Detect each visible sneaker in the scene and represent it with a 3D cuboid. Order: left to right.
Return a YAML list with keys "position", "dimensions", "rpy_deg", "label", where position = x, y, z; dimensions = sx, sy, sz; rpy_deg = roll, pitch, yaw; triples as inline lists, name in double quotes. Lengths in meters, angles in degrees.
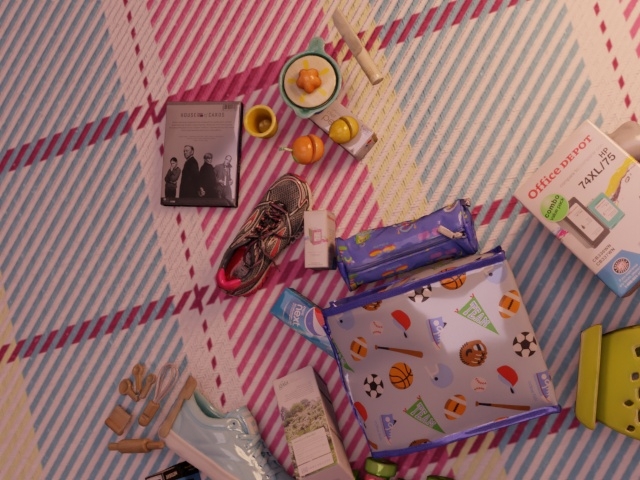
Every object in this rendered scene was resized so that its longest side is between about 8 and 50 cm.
- position: [-0.167, 0.432, 1.818]
  dimensions: [0.366, 0.135, 0.150]
  rpy_deg: [27, 95, 12]
  label: "sneaker"
- position: [-0.117, -0.008, 1.866]
  dimensions: [0.121, 0.112, 0.299]
  rpy_deg: [29, 90, 13]
  label: "sneaker"

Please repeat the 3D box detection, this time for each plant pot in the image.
- position: [0.592, 0.263, 1.643]
  dimensions: [0.207, 0.227, 0.228]
  rpy_deg: [5, 86, 18]
  label: "plant pot"

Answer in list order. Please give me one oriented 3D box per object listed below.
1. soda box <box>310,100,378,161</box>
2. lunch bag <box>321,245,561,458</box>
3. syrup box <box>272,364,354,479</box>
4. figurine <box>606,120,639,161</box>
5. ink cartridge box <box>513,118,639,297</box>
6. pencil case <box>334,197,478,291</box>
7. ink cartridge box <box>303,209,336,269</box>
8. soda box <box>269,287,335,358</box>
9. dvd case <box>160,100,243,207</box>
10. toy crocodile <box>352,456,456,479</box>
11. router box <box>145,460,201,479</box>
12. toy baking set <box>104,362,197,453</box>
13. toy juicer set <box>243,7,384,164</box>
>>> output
- position: [0.022, -0.268, 1.883]
  dimensions: [0.216, 0.074, 0.069]
  rpy_deg: [42, 93, 13]
  label: "soda box"
- position: [0.224, 0.220, 1.699]
  dimensions: [0.385, 0.239, 0.328]
  rpy_deg: [-21, 88, 9]
  label: "lunch bag"
- position: [-0.017, 0.382, 1.764]
  dimensions: [0.093, 0.096, 0.237]
  rpy_deg: [-25, 49, 8]
  label: "syrup box"
- position: [0.581, -0.103, 1.752]
  dimensions: [0.209, 0.092, 0.215]
  rpy_deg: [-25, 79, 12]
  label: "figurine"
- position: [0.538, -0.056, 1.623]
  dimensions: [0.270, 0.197, 0.198]
  rpy_deg: [47, 106, 18]
  label: "ink cartridge box"
- position: [0.177, 0.010, 1.795]
  dimensions: [0.306, 0.133, 0.119]
  rpy_deg: [-18, 95, 10]
  label: "pencil case"
- position: [0.000, 0.000, 1.852]
  dimensions: [0.052, 0.088, 0.122]
  rpy_deg: [-2, 83, 14]
  label: "ink cartridge box"
- position: [-0.001, 0.184, 1.842]
  dimensions: [0.210, 0.071, 0.067]
  rpy_deg: [34, 92, 13]
  label: "soda box"
- position: [-0.267, -0.195, 1.957]
  dimensions: [0.179, 0.029, 0.239]
  rpy_deg: [2, 84, 12]
  label: "dvd case"
- position: [0.177, 0.522, 1.755]
  dimensions: [0.340, 0.105, 0.115]
  rpy_deg: [13, 87, 12]
  label: "toy crocodile"
- position: [-0.294, 0.537, 1.810]
  dimensions: [0.046, 0.179, 0.133]
  rpy_deg: [-19, 82, 11]
  label: "router box"
- position: [-0.374, 0.359, 1.865]
  dimensions: [0.256, 0.030, 0.197]
  rpy_deg: [-6, 69, 36]
  label: "toy baking set"
- position: [0.009, -0.308, 1.806]
  dimensions: [0.209, 0.089, 0.329]
  rpy_deg: [38, 92, 13]
  label: "toy juicer set"
